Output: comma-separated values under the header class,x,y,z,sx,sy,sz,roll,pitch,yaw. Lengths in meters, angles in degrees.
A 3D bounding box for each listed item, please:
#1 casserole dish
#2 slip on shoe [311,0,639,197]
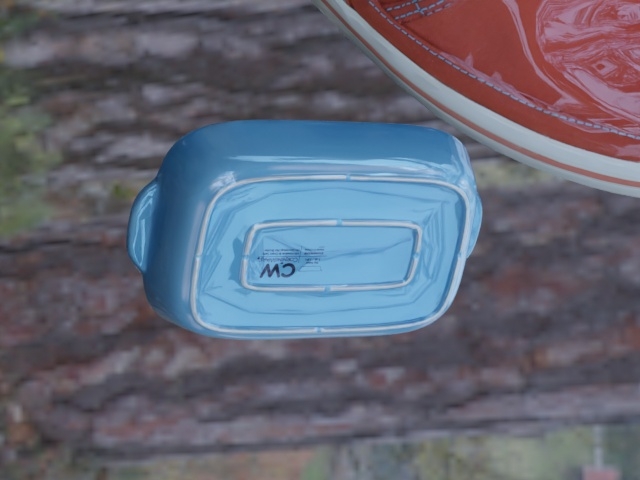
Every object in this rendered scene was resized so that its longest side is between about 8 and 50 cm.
class,x,y,z,sx,sy,sz,roll,pitch,yaw
casserole dish,0.000,0.000,0.949,0.188,0.037,0.114,0,116,-22
slip on shoe,0.056,-0.135,0.783,0.331,0.101,0.123,39,50,-2
